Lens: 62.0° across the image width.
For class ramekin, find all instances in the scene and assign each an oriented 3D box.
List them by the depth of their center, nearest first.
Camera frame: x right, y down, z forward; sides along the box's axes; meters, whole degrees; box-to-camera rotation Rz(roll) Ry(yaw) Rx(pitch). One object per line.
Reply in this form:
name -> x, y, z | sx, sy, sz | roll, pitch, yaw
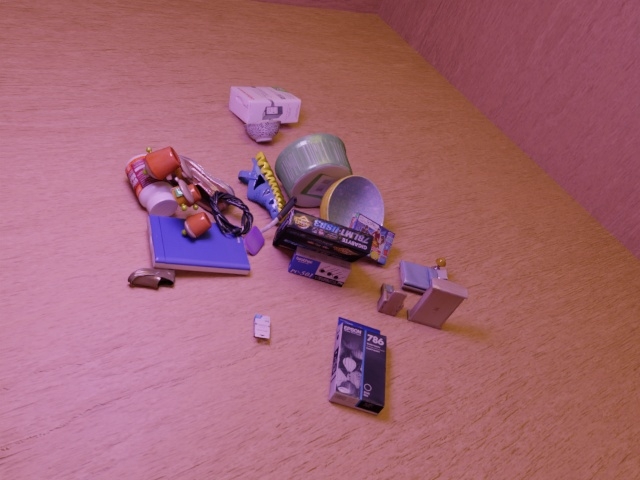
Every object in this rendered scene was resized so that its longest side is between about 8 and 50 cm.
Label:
ramekin -> -0.019, -0.267, 2.118 | 0.303, 0.303, 0.148 | -4, 57, -30

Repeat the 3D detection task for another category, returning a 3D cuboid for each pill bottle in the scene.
pill bottle -> -0.590, -0.188, 1.864 | 0.121, 0.121, 0.221 | -13, 58, -36

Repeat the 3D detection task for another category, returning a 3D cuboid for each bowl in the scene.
bowl -> 0.096, -0.111, 2.090 | 0.289, 0.290, 0.156 | -10, 10, -35
bowl -> -0.252, -0.478, 2.349 | 0.170, 0.170, 0.080 | -12, 98, -36

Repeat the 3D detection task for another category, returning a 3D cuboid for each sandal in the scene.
sandal -> -0.225, -0.191, 2.083 | 0.138, 0.126, 0.317 | -25, 63, 0

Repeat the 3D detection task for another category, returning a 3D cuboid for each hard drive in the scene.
hard drive -> -0.406, 0.015, 1.780 | 0.318, 0.040, 0.210 | 7, 43, -32

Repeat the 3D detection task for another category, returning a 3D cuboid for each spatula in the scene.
spatula -> -0.174, -0.064, 1.945 | 0.030, 0.084, 0.296 | 9, 47, 45

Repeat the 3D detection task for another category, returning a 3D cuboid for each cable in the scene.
cable -> -0.315, -0.105, 1.883 | 0.150, 0.047, 0.185 | -16, 71, -42

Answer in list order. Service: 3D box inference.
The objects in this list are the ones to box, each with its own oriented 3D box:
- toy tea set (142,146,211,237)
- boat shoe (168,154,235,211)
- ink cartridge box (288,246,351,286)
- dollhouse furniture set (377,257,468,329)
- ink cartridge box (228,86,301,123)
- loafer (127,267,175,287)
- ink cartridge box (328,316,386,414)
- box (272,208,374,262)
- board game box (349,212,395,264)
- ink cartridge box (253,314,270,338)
toy tea set -> -0.484, -0.157, 1.768 | 0.124, 0.200, 0.336 | -27, 64, 2
boat shoe -> -0.474, -0.208, 1.952 | 0.324, 0.123, 0.116 | 27, 43, 3
ink cartridge box -> -0.003, 0.096, 1.897 | 0.207, 0.097, 0.046 | 17, 43, -10
dollhouse furniture set -> 0.376, 0.128, 1.983 | 0.286, 0.198, 0.303 | 17, 41, -11
ink cartridge box -> -0.260, -0.628, 2.465 | 0.272, 0.115, 0.198 | -11, 38, -34
loafer -> -0.515, 0.118, 1.640 | 0.148, 0.056, 0.050 | -6, 44, -32
ink cartridge box -> 0.125, 0.377, 1.702 | 0.165, 0.065, 0.333 | 18, 41, -9
box -> 0.000, 0.000, 1.860 | 0.295, 0.293, 0.073 | 18, 73, -11
board game box -> 0.189, -0.005, 2.040 | 0.201, 0.035, 0.136 | 28, 76, -31
ink cartridge box -> -0.185, 0.276, 1.669 | 0.048, 0.028, 0.083 | 12, 43, -16
